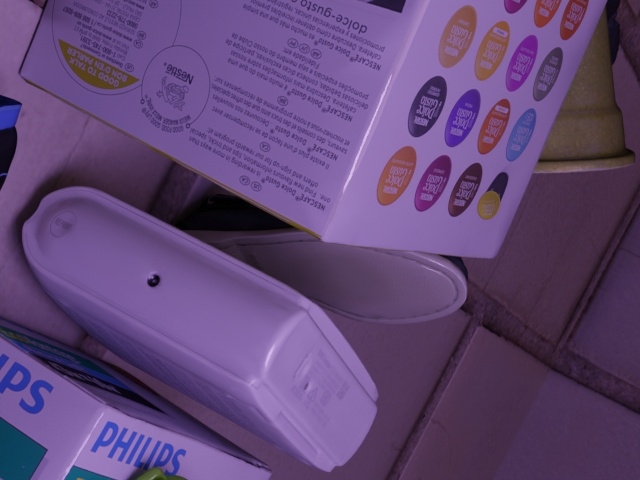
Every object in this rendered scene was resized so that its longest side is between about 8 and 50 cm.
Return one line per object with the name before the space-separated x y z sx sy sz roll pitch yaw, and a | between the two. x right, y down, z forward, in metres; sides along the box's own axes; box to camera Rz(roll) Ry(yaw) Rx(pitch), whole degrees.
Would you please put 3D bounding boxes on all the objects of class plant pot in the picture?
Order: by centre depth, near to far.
plant pot | 0.186 -0.209 1.521 0.276 0.276 0.254 -14 108 -57

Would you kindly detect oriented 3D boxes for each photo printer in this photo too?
photo printer | -0.116 0.074 1.353 0.107 0.307 0.256 -57 150 -14

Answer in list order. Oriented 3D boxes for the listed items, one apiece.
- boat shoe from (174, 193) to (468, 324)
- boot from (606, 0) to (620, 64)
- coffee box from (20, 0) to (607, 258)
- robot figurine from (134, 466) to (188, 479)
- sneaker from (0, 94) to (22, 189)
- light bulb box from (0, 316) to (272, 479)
boat shoe | 0.001 0.003 1.497 0.113 0.340 0.127 -61 136 -37
boot | 0.249 -0.247 1.895 0.445 0.146 0.367 -42 156 -30
coffee box | 0.014 -0.202 1.295 0.337 0.338 0.334 7 109 -61
robot figurine | -0.121 0.242 1.247 0.067 0.101 0.115 -37 123 -15
sneaker | -0.312 -0.061 1.130 0.232 0.081 0.090 -13 119 -59
light bulb box | -0.277 0.281 1.352 0.361 0.225 0.358 -60 153 -4
